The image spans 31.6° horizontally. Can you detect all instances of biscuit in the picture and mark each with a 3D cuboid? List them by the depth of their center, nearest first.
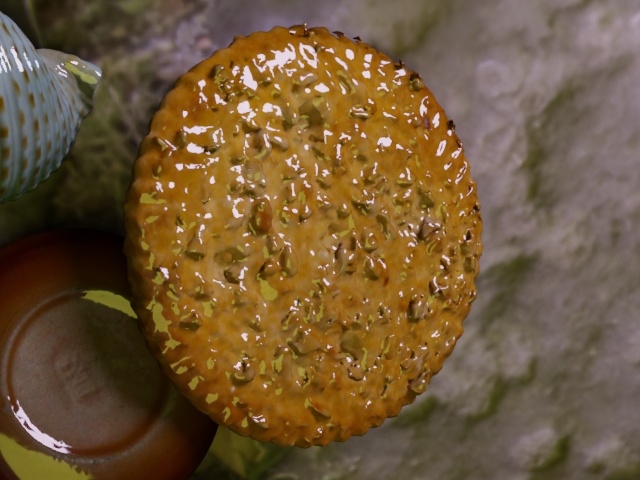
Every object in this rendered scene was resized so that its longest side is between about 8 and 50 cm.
[{"bbox_3d":[0.000,0.000,0.672,0.254,0.035,0.254,-2,94,-33],"label":"biscuit"}]

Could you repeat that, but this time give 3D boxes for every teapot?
[{"bbox_3d":[-0.168,0.094,0.678,0.252,0.135,0.178,-21,83,-22],"label":"teapot"}]

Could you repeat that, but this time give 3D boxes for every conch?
[{"bbox_3d":[-0.206,-0.070,0.627,0.153,0.102,0.135,17,123,-17],"label":"conch"}]
